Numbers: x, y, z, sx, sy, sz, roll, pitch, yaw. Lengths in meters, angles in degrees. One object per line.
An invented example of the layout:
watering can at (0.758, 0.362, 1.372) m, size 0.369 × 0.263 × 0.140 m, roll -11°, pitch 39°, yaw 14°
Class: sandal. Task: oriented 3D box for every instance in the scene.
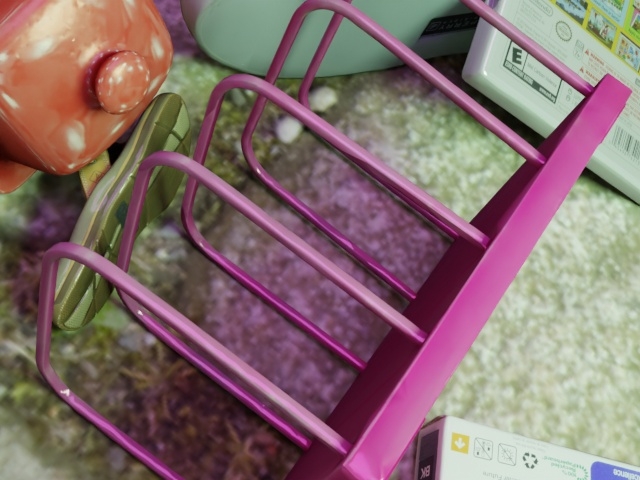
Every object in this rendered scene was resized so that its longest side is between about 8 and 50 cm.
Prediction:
sandal at (-0.133, -0.027, 0.608) m, size 0.049 × 0.072 × 0.180 m, roll 18°, pitch 61°, yaw 14°

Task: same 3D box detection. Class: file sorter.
file sorter at (0.000, 0.000, 0.557) m, size 0.182 × 0.202 × 0.291 m, roll 38°, pitch 57°, yaw 3°

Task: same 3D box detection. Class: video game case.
video game case at (0.218, -0.163, 0.742) m, size 0.227 × 0.026 × 0.206 m, roll 27°, pitch 75°, yaw -32°

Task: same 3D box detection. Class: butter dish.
butter dish at (-0.144, -0.105, 0.545) m, size 0.118 × 0.160 × 0.160 m, roll 27°, pitch 71°, yaw 31°

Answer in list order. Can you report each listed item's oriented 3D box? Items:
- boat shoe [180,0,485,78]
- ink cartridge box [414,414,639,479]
boat shoe at (0.048, -0.230, 0.734) m, size 0.367 × 0.136 × 0.157 m, roll -13°, pitch 70°, yaw -29°
ink cartridge box at (0.150, 0.230, 0.584) m, size 0.206 × 0.045 × 0.208 m, roll 17°, pitch 58°, yaw -12°
